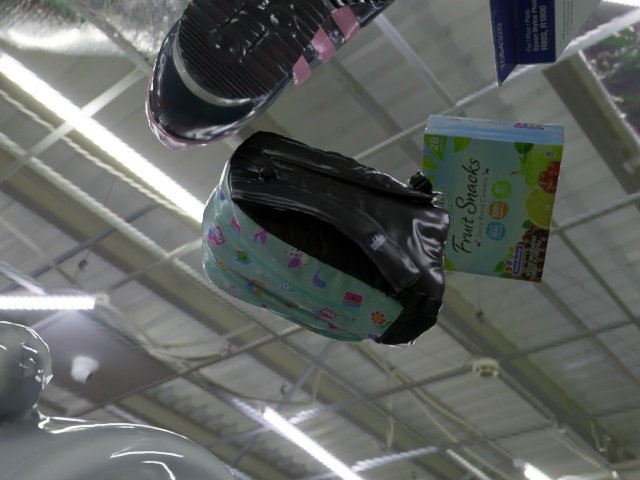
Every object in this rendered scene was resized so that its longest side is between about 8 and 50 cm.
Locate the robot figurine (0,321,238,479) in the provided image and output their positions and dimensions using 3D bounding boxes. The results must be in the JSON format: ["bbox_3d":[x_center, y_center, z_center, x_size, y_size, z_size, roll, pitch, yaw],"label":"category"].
[{"bbox_3d":[-0.163,0.186,0.361,0.353,0.300,0.199,-6,-4,38],"label":"robot figurine"}]

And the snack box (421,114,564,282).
[{"bbox_3d":[0.220,-0.054,0.995,0.174,0.070,0.207,8,-57,13],"label":"snack box"}]

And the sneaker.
[{"bbox_3d":[-0.036,-0.190,0.642,0.112,0.319,0.131,49,-39,-5],"label":"sneaker"}]

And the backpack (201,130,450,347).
[{"bbox_3d":[0.000,0.000,0.571,0.181,0.152,0.115,23,-53,-9],"label":"backpack"}]

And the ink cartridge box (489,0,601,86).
[{"bbox_3d":[0.339,-0.443,1.093,0.071,0.330,0.324,12,-44,32],"label":"ink cartridge box"}]
